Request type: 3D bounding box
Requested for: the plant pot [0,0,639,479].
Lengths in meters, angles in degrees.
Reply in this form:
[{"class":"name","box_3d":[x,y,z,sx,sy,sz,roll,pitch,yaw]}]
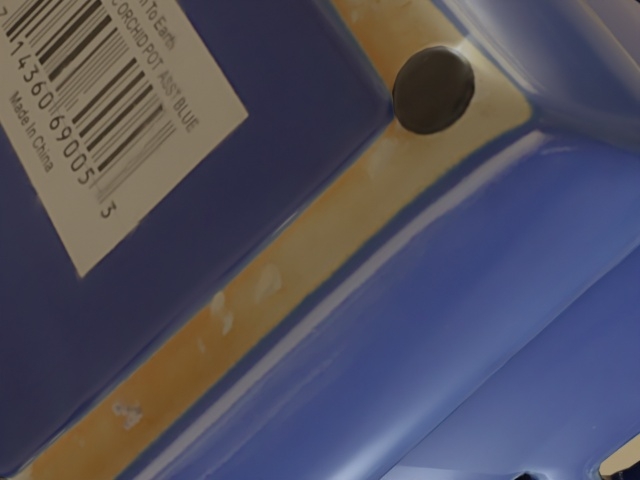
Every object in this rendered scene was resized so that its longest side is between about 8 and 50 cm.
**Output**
[{"class":"plant pot","box_3d":[0.000,0.000,0.469,0.236,0.212,0.236,-43,-125,15]}]
